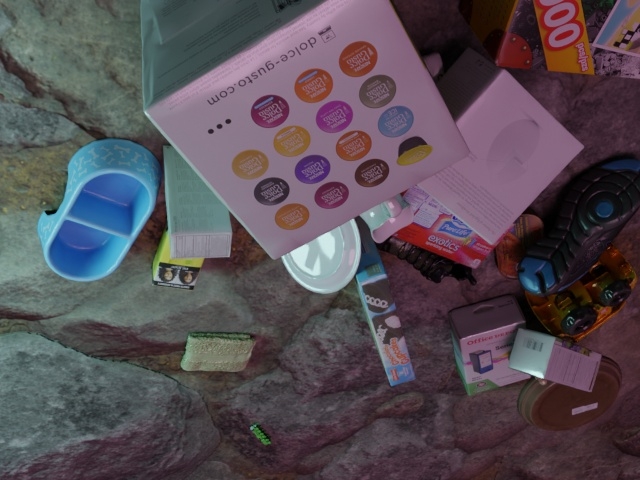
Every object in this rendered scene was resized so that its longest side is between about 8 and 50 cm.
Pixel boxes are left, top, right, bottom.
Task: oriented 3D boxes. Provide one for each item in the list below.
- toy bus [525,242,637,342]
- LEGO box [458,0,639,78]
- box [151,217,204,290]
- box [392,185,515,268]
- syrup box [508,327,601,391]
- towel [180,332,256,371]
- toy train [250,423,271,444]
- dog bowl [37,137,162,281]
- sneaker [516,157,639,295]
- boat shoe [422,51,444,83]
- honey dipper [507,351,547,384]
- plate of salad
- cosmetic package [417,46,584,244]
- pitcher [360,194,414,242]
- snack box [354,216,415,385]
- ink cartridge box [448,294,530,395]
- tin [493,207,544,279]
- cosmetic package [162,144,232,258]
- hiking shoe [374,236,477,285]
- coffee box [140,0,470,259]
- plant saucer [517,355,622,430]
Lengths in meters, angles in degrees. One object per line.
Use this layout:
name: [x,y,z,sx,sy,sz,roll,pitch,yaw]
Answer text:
toy bus: [0.596,0.123,1.896,0.220,0.149,0.211,-40,141,17]
LEGO box: [0.468,-0.505,1.273,0.373,0.193,0.500,1,130,-15]
box: [-0.248,-0.012,1.613,0.087,0.058,0.232,10,127,-21]
box: [0.223,-0.062,1.643,0.257,0.122,0.128,20,123,-28]
syrup box: [0.520,0.266,1.910,0.237,0.093,0.096,20,86,-46]
towel: [-0.220,0.242,1.862,0.148,0.027,0.110,5,128,-18]
toy train: [-0.144,0.467,2.084,0.024,0.017,0.083,-18,133,16]
dog bowl: [-0.394,-0.044,1.539,0.166,0.074,0.297,21,122,-28]
sneaker: [0.539,-0.025,1.765,0.341,0.125,0.140,-48,151,12]
boat shoe: [0.231,-0.212,1.533,0.096,0.098,0.277,-27,130,11]
honey dipper: [0.473,0.292,1.957,0.030,0.030,0.161,-37,134,18]
plate of salad: [0.000,0.000,1.620,0.048,0.200,0.200,-15,145,-51]
cosmetic package: [0.267,-0.155,1.442,0.224,0.138,0.224,35,102,-30]
pitcher: [0.073,-0.111,1.469,0.125,0.207,0.178,-33,169,-6]
snack box: [0.114,0.123,1.734,0.060,0.187,0.322,-18,132,1]
ink cartridge box: [0.385,0.239,1.967,0.154,0.093,0.212,-16,131,0]
tin: [0.415,0.006,1.810,0.106,0.040,0.189,-14,133,4]
cosmetic package: [-0.211,-0.069,1.451,0.099,0.239,0.060,0,132,-13]
hiking shoe: [0.214,0.026,1.723,0.227,0.114,0.086,13,125,-23]
coffee box: [-0.031,-0.248,1.274,0.338,0.338,0.334,-28,132,11]
plant saucer: [0.641,0.398,2.206,0.278,0.041,0.277,-8,131,-9]
